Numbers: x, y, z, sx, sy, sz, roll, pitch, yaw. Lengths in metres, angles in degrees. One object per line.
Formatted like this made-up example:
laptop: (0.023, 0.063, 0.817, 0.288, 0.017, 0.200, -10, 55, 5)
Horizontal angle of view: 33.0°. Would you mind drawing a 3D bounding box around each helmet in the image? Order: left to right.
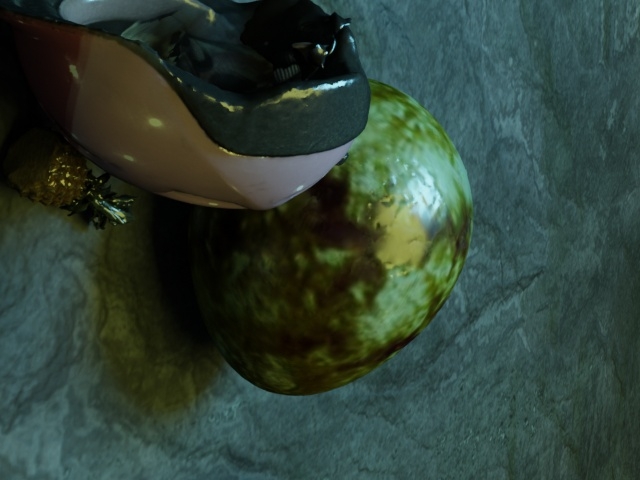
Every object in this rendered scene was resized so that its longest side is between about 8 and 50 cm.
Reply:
helmet: (-0.092, -0.101, 0.744, 0.198, 0.253, 0.154, -100, -166, -58)

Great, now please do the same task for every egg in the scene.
egg: (0.000, 0.000, 0.926, 0.238, 0.238, 0.289, 1, 119, -59)

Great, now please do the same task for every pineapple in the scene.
pineapple: (-0.179, -0.035, 0.792, 0.058, 0.058, 0.124, -68, 152, -16)
